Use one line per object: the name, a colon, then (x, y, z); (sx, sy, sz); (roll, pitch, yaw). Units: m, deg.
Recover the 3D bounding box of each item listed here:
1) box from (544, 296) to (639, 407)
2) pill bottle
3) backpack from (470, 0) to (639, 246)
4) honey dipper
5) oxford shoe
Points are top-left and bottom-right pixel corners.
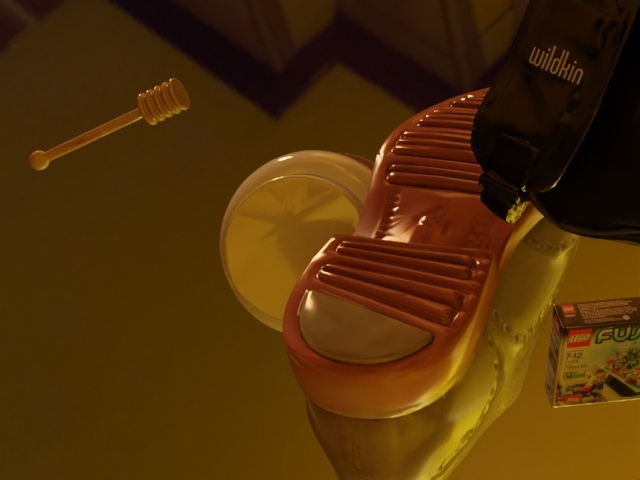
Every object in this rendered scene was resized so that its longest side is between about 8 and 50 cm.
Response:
box: (0.333, 0.107, 1.311); (0.036, 0.207, 0.114); (-100, 6, -51)
pill bottle: (0.000, 0.000, 0.986); (0.136, 0.136, 0.246); (47, -173, 3)
backpack: (0.244, -0.124, 0.676); (0.277, 0.213, 0.263); (13, 108, 35)
honey dipper: (-0.190, -0.099, 1.148); (0.030, 0.161, 0.030); (52, -154, -38)
oxford shoe: (0.095, 0.018, 0.862); (0.140, 0.397, 0.146); (12, 127, 29)
